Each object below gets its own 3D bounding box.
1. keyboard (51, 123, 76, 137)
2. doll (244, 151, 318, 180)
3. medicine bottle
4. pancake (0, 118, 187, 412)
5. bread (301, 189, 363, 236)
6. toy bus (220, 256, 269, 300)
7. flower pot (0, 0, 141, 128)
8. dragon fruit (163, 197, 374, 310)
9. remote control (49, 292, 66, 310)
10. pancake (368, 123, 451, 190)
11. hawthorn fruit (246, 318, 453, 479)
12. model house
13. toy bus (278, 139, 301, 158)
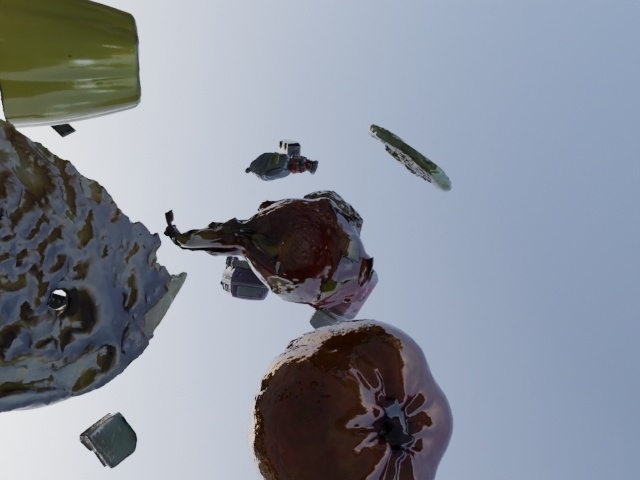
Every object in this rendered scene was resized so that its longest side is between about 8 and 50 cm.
[{"bbox_3d":[-0.805,-0.360,1.700,0.129,0.015,0.049,39,-121,23],"label":"keyboard"},{"bbox_3d":[-0.094,-0.180,1.344,0.180,0.079,0.094,-2,-141,2],"label":"doll"},{"bbox_3d":[0.067,0.177,1.740,0.147,0.147,0.247,43,-72,43],"label":"medicine bottle"},{"bbox_3d":[-0.209,0.038,0.374,0.056,0.257,0.212,-18,-135,36],"label":"pancake"},{"bbox_3d":[0.000,0.000,1.216,0.230,0.123,0.229,-45,-147,40],"label":"bread"},{"bbox_3d":[-0.257,0.127,1.896,0.202,0.142,0.142,-178,-85,-70],"label":"toy bus"},{"bbox_3d":[-0.351,-0.253,0.782,0.195,0.179,0.195,175,-90,-68],"label":"flower pot"},{"bbox_3d":[-0.053,0.008,0.626,0.125,0.246,0.125,149,-52,-69],"label":"dragon fruit"},{"bbox_3d":[-0.490,0.097,0.891,0.028,0.212,0.059,120,-16,-49],"label":"remote control"},{"bbox_3d":[0.214,-0.191,1.313,0.037,0.254,0.253,-52,-133,8],"label":"pancake"},{"bbox_3d":[0.043,0.387,1.226,0.472,0.472,0.471,-18,-122,31],"label":"hawthorn fruit"},{"bbox_3d":[-0.482,0.453,1.265,0.088,0.100,0.100,-38,-169,-39],"label":"model house"},{"bbox_3d":[-0.113,-0.322,1.993,0.172,0.058,0.072,-140,-132,-69],"label":"toy bus"}]
